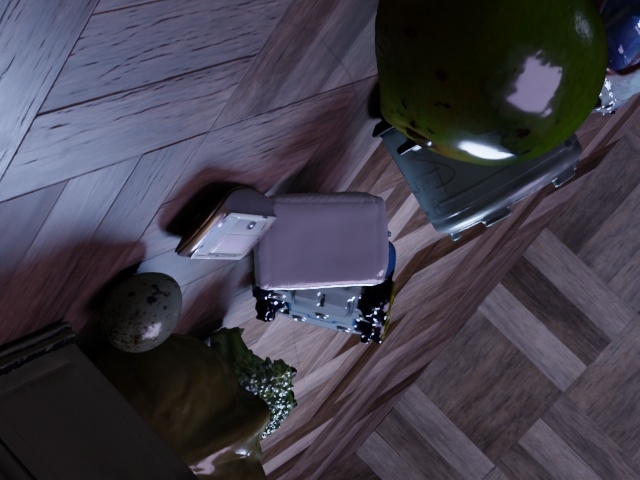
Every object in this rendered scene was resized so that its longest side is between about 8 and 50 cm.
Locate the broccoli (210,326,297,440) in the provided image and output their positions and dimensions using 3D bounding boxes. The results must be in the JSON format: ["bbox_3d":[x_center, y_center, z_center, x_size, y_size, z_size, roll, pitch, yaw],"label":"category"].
[{"bbox_3d":[-0.131,0.218,2.188,0.226,0.198,0.176,-92,-175,-70],"label":"broccoli"}]

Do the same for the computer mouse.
[{"bbox_3d":[-0.115,-0.017,1.782,0.102,0.045,0.199,-49,166,12],"label":"computer mouse"}]

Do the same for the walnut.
[{"bbox_3d":[-0.190,0.255,1.842,0.277,0.253,0.282,-164,-100,-81],"label":"walnut"}]

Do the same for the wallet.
[{"bbox_3d":[0.000,0.000,1.919,0.183,0.124,0.032,-3,-178,-23],"label":"wallet"}]

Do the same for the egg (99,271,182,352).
[{"bbox_3d":[-0.204,0.081,1.723,0.110,0.085,0.085,-51,174,-41],"label":"egg"}]

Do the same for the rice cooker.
[{"bbox_3d":[0.202,-0.144,1.976,0.241,0.227,0.280,-28,-177,44],"label":"rice cooker"}]

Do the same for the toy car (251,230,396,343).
[{"bbox_3d":[0.014,0.042,2.106,0.314,0.198,0.166,88,17,-75],"label":"toy car"}]

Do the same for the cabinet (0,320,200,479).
[{"bbox_3d":[-0.306,0.320,1.623,0.290,0.318,0.227,-53,165,31],"label":"cabinet"}]

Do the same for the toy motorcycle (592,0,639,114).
[{"bbox_3d":[0.499,-0.333,2.291,0.319,0.241,0.182,-46,160,-2],"label":"toy motorcycle"}]

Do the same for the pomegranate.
[{"bbox_3d":[0.233,-0.237,1.693,0.358,0.216,0.310,-49,148,-2],"label":"pomegranate"}]
